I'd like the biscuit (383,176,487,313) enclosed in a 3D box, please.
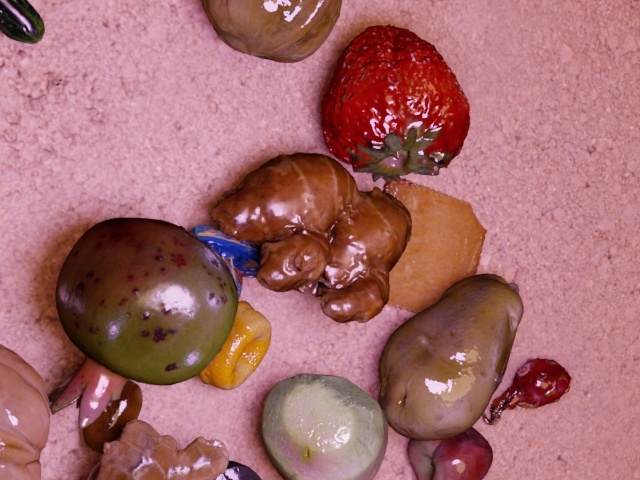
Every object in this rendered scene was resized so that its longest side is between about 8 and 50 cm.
[{"bbox_3d":[0.196,0.021,1.990,0.236,0.013,0.232,17,84,-25],"label":"biscuit"}]

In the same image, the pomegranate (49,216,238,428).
[{"bbox_3d":[-0.262,0.126,1.627,0.290,0.290,0.324,10,82,-25],"label":"pomegranate"}]

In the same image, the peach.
[{"bbox_3d":[0.242,0.386,1.953,0.152,0.152,0.152,0,91,-25],"label":"peach"}]

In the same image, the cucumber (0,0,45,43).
[{"bbox_3d":[-0.512,-0.385,1.620,0.241,0.074,0.074,40,75,-23],"label":"cucumber"}]

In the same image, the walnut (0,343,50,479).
[{"bbox_3d":[-0.519,0.279,1.522,0.285,0.285,0.297,22,60,-24],"label":"walnut"}]

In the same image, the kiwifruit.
[{"bbox_3d":[-0.329,0.279,1.716,0.075,0.075,0.124,32,82,-22],"label":"kiwifruit"}]

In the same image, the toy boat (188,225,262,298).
[{"bbox_3d":[-0.144,0.048,1.783,0.175,0.091,0.110,16,55,-32],"label":"toy boat"}]

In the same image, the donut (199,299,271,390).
[{"bbox_3d":[-0.135,0.176,1.769,0.152,0.058,0.152,-47,152,-34],"label":"donut"}]

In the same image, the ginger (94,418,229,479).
[{"bbox_3d":[-0.300,0.370,1.631,0.333,0.081,0.148,-32,105,-19],"label":"ginger"}]

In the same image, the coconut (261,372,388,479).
[{"bbox_3d":[0.007,0.324,1.800,0.235,0.236,0.205,2,66,-25],"label":"coconut"}]

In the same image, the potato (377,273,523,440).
[{"bbox_3d":[0.233,0.194,1.894,0.202,0.218,0.351,42,73,2],"label":"potato"}]

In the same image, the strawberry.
[{"bbox_3d":[0.128,-0.243,1.846,0.257,0.257,0.277,17,67,-24],"label":"strawberry"}]

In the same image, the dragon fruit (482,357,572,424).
[{"bbox_3d":[0.388,0.285,2.047,0.190,0.094,0.094,-26,102,-11],"label":"dragon fruit"}]

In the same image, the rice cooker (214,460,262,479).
[{"bbox_3d":[-0.143,0.447,1.788,0.112,0.106,0.165,-11,99,-25],"label":"rice cooker"}]

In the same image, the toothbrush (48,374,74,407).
[{"bbox_3d":[-0.481,0.316,1.672,0.026,0.024,0.288,43,74,-5],"label":"toothbrush"}]

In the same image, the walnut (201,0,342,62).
[{"bbox_3d":[-0.067,-0.425,1.738,0.227,0.282,0.283,25,79,-53],"label":"walnut"}]

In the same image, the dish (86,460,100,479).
[{"bbox_3d":[-0.299,0.432,1.723,0.213,0.090,0.214,0,89,-23],"label":"dish"}]

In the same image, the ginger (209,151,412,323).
[{"bbox_3d":[-0.009,-0.007,1.793,0.357,0.152,0.274,30,59,-21],"label":"ginger"}]
